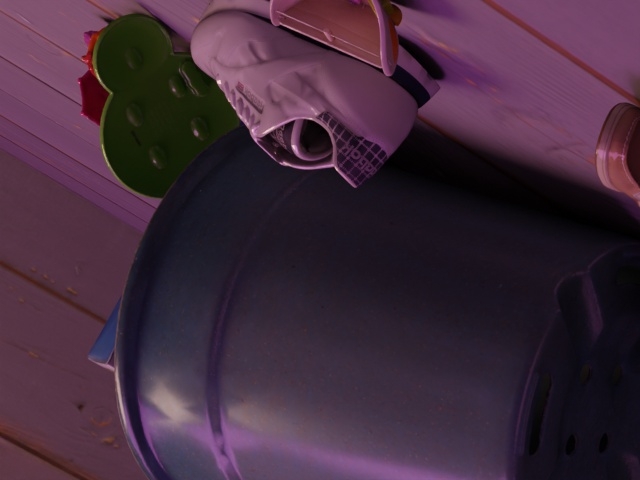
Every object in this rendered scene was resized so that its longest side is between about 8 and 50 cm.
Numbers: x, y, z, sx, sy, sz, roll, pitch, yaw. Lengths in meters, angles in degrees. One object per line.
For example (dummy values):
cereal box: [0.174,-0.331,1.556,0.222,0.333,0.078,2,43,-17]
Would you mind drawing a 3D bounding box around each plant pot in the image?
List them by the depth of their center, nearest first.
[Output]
plant pot: [0.078,0.096,1.168,0.334,0.341,0.341,13,164,37]

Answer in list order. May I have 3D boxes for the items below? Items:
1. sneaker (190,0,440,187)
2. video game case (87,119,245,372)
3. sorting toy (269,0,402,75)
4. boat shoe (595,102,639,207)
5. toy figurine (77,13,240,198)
sneaker: [-0.027,-0.104,1.028,0.090,0.095,0.235,34,172,-39]
video game case: [-0.043,0.051,1.393,0.244,0.270,0.061,33,169,-25]
sorting toy: [0.010,-0.143,0.863,0.083,0.045,0.075,27,164,21]
boat shoe: [0.194,-0.040,0.841,0.045,0.050,0.135,20,178,33]
toy figurine: [-0.172,-0.138,1.329,0.159,0.130,0.173,34,157,54]
